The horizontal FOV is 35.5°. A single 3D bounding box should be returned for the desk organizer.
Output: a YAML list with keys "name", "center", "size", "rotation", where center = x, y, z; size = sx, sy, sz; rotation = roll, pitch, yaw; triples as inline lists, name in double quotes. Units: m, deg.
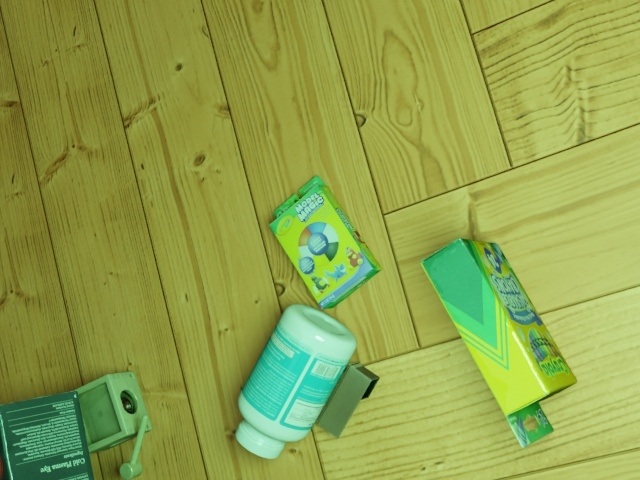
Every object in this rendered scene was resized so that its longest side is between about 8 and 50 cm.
- name: "desk organizer"
  center: [0.050, 0.288, 1.799]
  size: [0.050, 0.047, 0.130]
  rotation: [33, 102, 21]

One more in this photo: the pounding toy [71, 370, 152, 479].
- name: "pounding toy"
  center: [-0.388, 0.370, 1.985]
  size: [0.181, 0.094, 0.206]
  rotation: [-26, 76, 24]

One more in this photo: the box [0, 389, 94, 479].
- name: "box"
  center: [-0.608, 0.490, 1.986]
  size: [0.343, 0.179, 0.312]
  rotation: [-23, 78, 44]

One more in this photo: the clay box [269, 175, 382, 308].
- name: "clay box"
  center: [0.000, 0.000, 1.834]
  size: [0.127, 0.053, 0.222]
  rotation: [-40, 72, 19]

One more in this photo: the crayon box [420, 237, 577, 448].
- name: "crayon box"
  center: [0.300, 0.155, 1.593]
  size: [0.083, 0.203, 0.323]
  rotation: [-33, 74, 21]

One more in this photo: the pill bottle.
- name: "pill bottle"
  center: [-0.055, 0.257, 1.796]
  size: [0.146, 0.146, 0.264]
  rotation: [34, 102, 24]
